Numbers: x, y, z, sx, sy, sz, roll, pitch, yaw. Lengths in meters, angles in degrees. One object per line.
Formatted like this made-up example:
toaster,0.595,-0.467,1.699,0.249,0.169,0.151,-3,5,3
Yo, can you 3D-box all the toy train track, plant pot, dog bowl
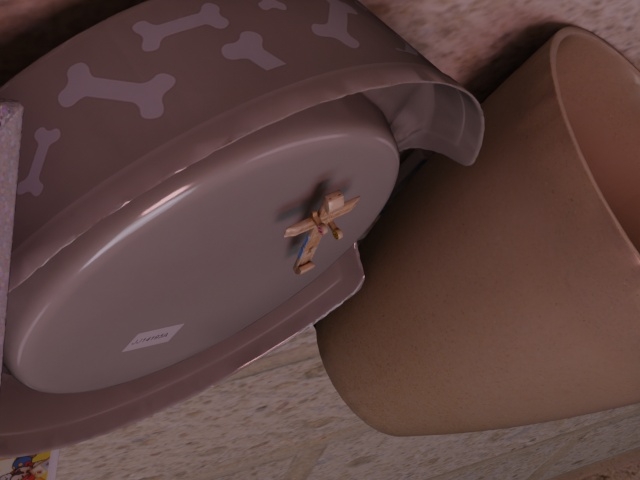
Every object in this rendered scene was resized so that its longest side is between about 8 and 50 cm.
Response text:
toy train track,0.000,0.000,0.630,0.048,0.014,0.083,-24,161,-25
plant pot,0.136,0.032,0.824,0.274,0.257,0.256,-34,154,31
dog bowl,-0.077,-0.011,0.658,0.348,0.102,0.349,-29,161,-11

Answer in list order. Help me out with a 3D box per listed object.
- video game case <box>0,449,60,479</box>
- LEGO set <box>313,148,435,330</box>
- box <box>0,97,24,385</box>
video game case,-0.290,0.121,0.815,0.227,0.026,0.206,-7,128,-32
LEGO set,0.035,0.017,0.935,0.182,0.060,0.244,1,144,-41
box,-0.235,0.053,0.485,0.163,0.247,0.142,10,-173,44
